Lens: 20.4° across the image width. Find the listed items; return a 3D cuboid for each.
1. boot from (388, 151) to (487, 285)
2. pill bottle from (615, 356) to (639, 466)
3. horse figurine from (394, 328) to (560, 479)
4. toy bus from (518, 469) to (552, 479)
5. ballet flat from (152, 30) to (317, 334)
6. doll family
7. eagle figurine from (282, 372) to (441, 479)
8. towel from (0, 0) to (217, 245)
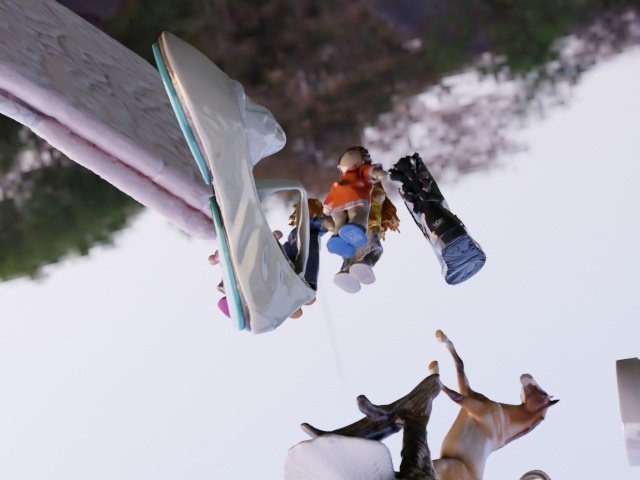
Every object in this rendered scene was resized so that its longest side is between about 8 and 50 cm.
[{"bbox_3d":[0.104,-0.020,1.616,0.045,0.099,0.121,-32,155,1],"label":"boot"},{"bbox_3d":[0.501,0.178,1.995,0.323,0.181,0.181,-8,-166,12],"label":"pill bottle"},{"bbox_3d":[0.153,0.232,2.038,0.066,0.174,0.263,-7,-137,51],"label":"horse figurine"},{"bbox_3d":[0.211,0.387,1.985,0.202,0.191,0.104,-37,180,-14],"label":"toy bus"},{"bbox_3d":[-0.056,-0.048,1.319,0.086,0.248,0.086,-12,-154,6],"label":"ballet flat"},{"bbox_3d":[0.000,0.000,1.993,0.263,0.118,0.163,-29,-144,32],"label":"doll family"},{"bbox_3d":[0.107,0.276,1.561,0.225,0.298,0.226,-19,158,-10],"label":"eagle figurine"},{"bbox_3d":[-0.224,-0.141,1.613,0.053,0.317,0.332,-50,-151,13],"label":"towel"}]
